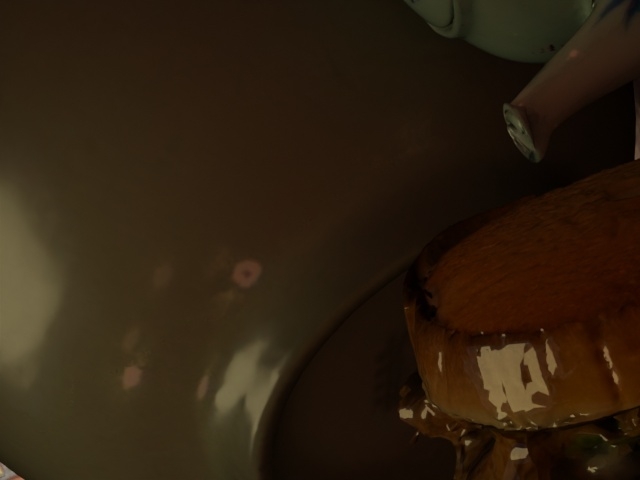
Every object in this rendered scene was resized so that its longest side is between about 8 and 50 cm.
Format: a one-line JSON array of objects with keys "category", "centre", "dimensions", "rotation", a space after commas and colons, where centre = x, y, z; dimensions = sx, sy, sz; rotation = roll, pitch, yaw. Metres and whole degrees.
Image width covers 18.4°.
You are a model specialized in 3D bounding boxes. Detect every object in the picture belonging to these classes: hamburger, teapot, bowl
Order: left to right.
[{"category": "bowl", "centre": [0.000, 0.000, 0.825], "dimensions": [0.185, 0.354, 0.354], "rotation": [49, 165, 36]}, {"category": "teapot", "centre": [0.061, -0.129, 0.667], "dimensions": [0.159, 0.159, 0.232], "rotation": [75, 169, -54]}, {"category": "hamburger", "centre": [0.114, 0.039, 0.657], "dimensions": [0.182, 0.191, 0.118], "rotation": [-45, -58, -66]}]
